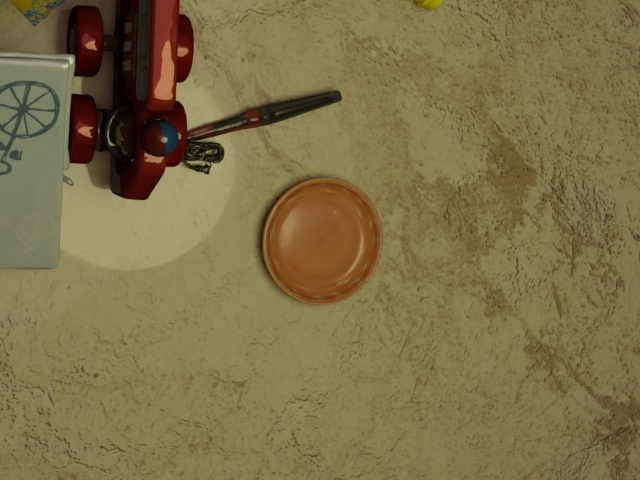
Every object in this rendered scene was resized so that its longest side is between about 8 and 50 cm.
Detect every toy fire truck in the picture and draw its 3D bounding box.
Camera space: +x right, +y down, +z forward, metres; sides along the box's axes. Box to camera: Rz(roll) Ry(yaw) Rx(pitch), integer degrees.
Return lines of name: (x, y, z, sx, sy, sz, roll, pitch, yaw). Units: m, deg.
toy fire truck: (-0.251, -0.206, 1.789, 0.169, 0.254, 0.302, 2, 96, -21)

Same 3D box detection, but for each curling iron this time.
curling iron: (-0.093, -0.173, 1.971, 0.274, 0.035, 0.068, -25, 109, -15)

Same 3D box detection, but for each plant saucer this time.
plant saucer: (0.000, 0.000, 2.026, 0.200, 0.037, 0.200, -2, 96, -21)

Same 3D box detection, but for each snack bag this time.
snack bag: (-0.499, -0.100, 1.760, 0.323, 0.037, 0.343, -1, 121, -16)

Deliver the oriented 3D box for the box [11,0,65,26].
box: (-0.362, -0.494, 1.708, 0.279, 0.177, 0.290, -38, 109, 10)

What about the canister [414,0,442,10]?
canister: (0.127, -0.450, 1.999, 0.170, 0.073, 0.126, 26, 87, -20)
